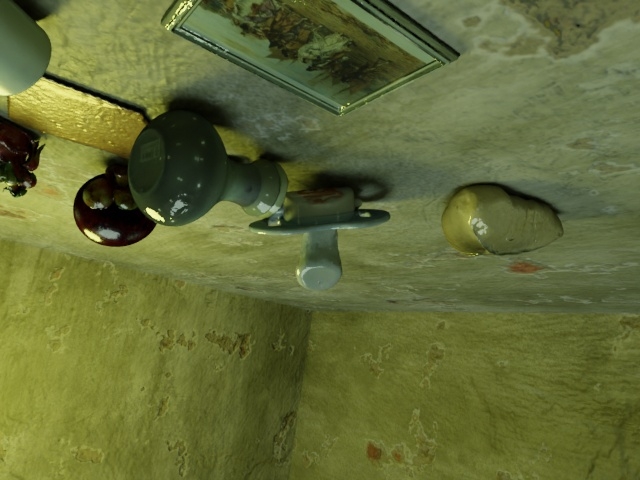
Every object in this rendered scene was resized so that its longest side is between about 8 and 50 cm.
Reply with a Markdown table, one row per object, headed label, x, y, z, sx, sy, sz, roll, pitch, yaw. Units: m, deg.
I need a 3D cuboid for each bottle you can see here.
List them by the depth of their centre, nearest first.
| label | x | y | z | sx | sy | sz | roll | pitch | yaw |
| --- | --- | --- | --- | --- | --- | --- | --- | --- | --- |
| bottle | -0.386 | -0.248 | 0.485 | 0.104 | 0.104 | 0.245 | 5 | 166 | 12 |

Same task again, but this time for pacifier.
| label | x | y | z | sx | sy | sz | roll | pitch | yaw |
| --- | --- | --- | --- | --- | --- | --- | --- | --- | --- |
| pacifier | 0.000 | 0.000 | 0.996 | 0.278 | 0.207 | 0.227 | -6 | -172 | -6 |

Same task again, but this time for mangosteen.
| label | x | y | z | sx | sy | sz | roll | pitch | yaw |
| --- | --- | --- | --- | --- | --- | --- | --- | --- | --- |
| mangosteen | -0.431 | -0.081 | 1.068 | 0.199 | 0.200 | 0.200 | 8 | 166 | 2 |

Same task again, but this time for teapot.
| label | x | y | z | sx | sy | sz | roll | pitch | yaw |
| --- | --- | --- | --- | --- | --- | --- | --- | --- | --- |
| teapot | -0.178 | -0.105 | 0.825 | 0.183 | 0.184 | 0.250 | -3 | 174 | 39 |

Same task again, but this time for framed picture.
| label | x | y | z | sx | sy | sz | roll | pitch | yaw |
| --- | --- | --- | --- | --- | --- | --- | --- | --- | --- |
| framed picture | -0.015 | -0.220 | 0.554 | 0.274 | 0.017 | 0.217 | 17 | 164 | -33 |

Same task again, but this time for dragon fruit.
| label | x | y | z | sx | sy | sz | roll | pitch | yaw |
| --- | --- | --- | --- | --- | --- | --- | --- | --- | --- |
| dragon fruit | -0.598 | -0.169 | 0.935 | 0.142 | 0.175 | 0.138 | -19 | -174 | -19 |

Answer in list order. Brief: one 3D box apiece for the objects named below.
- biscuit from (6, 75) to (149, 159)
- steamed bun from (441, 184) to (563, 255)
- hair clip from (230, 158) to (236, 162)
| label | x | y | z | sx | sy | sz | roll | pitch | yaw |
| --- | --- | --- | --- | --- | --- | --- | --- | --- | --- |
| biscuit | -0.405 | -0.204 | 0.848 | 0.232 | 0.013 | 0.237 | 17 | 164 | -29 |
| steamed bun | 0.318 | -0.023 | 0.955 | 0.231 | 0.111 | 0.212 | -7 | 159 | 39 |
| hair clip | -0.216 | -0.146 | 0.945 | 0.137 | 0.022 | 0.054 | 5 | 165 | 4 |
